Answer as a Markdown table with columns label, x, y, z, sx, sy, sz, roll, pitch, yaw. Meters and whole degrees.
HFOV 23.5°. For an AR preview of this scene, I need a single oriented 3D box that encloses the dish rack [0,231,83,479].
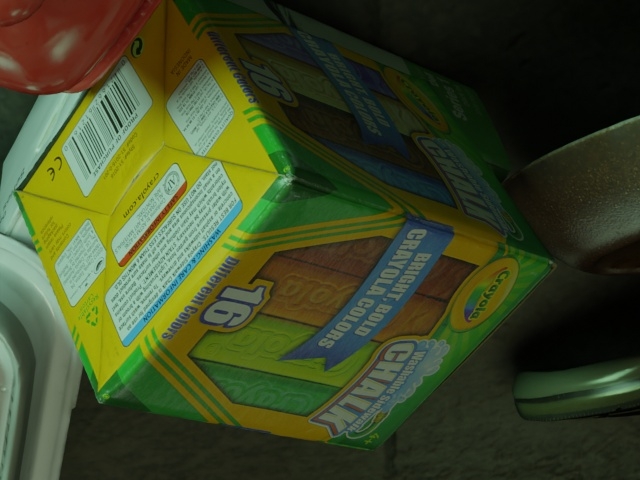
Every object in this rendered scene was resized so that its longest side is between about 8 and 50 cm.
| label | x | y | z | sx | sy | sz | roll | pitch | yaw |
| --- | --- | --- | --- | --- | --- | --- | --- | --- | --- |
| dish rack | -0.284 | 0.113 | 0.826 | 0.285 | 0.072 | 0.333 | 19 | 125 | 5 |

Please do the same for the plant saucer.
| label | x | y | z | sx | sy | sz | roll | pitch | yaw |
| --- | --- | --- | --- | --- | --- | --- | --- | --- | --- |
| plant saucer | 0.243 | -0.033 | 0.765 | 0.310 | 0.050 | 0.310 | -10 | 170 | -2 |

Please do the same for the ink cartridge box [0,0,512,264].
| label | x | y | z | sx | sy | sz | roll | pitch | yaw |
| --- | --- | --- | --- | --- | --- | --- | --- | --- | --- |
| ink cartridge box | -0.039 | -0.037 | 0.805 | 0.219 | 0.092 | 0.160 | 21 | 120 | -24 |

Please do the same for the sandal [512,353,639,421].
| label | x | y | z | sx | sy | sz | roll | pitch | yaw |
| --- | --- | --- | --- | --- | --- | --- | --- | --- | --- |
| sandal | 0.251 | 0.049 | 0.901 | 0.303 | 0.086 | 0.120 | -12 | 165 | 24 |

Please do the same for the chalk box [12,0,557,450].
| label | x | y | z | sx | sy | sz | roll | pitch | yaw |
| --- | --- | --- | --- | --- | --- | --- | --- | --- | --- |
| chalk box | 0.000 | 0.000 | 0.681 | 0.213 | 0.132 | 0.132 | 16 | 123 | -42 |

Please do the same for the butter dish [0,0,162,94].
| label | x | y | z | sx | sy | sz | roll | pitch | yaw |
| --- | --- | --- | --- | --- | --- | --- | --- | --- | --- |
| butter dish | -0.112 | -0.115 | 0.539 | 0.160 | 0.118 | 0.160 | 26 | 119 | -26 |
